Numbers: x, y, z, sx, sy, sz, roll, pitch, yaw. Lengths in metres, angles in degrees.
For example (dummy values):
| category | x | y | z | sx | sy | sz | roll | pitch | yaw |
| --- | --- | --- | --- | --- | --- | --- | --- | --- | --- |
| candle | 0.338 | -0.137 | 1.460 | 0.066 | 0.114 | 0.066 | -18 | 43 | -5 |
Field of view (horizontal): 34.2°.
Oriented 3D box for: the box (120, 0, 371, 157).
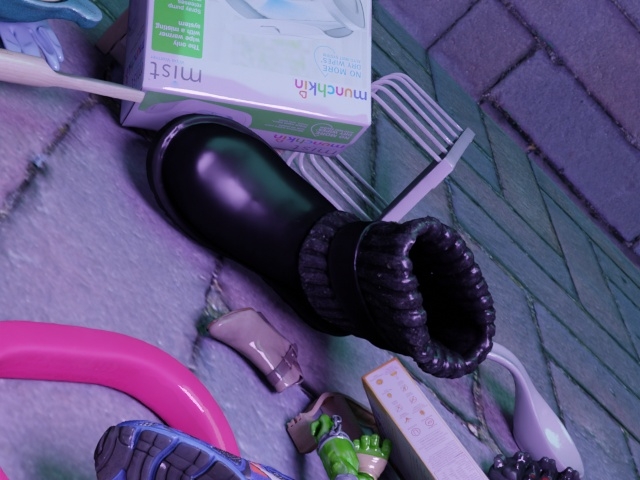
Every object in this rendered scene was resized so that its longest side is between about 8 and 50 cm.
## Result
| category | x | y | z | sx | sy | sz | roll | pitch | yaw |
| --- | --- | --- | --- | --- | --- | --- | --- | --- | --- |
| box | -0.084 | -0.233 | 1.187 | 0.262 | 0.127 | 0.231 | 8 | 72 | -20 |

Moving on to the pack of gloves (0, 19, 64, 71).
| category | x | y | z | sx | sy | sz | roll | pitch | yaw |
| --- | --- | --- | --- | --- | --- | --- | --- | --- | --- |
| pack of gloves | -0.376 | -0.238 | 1.034 | 0.195 | 0.046 | 0.232 | -8 | 55 | -52 |

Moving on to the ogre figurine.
| category | x | y | z | sx | sy | sz | roll | pitch | yaw |
| --- | --- | --- | --- | --- | --- | --- | --- | --- | --- |
| ogre figurine | 0.057 | 0.257 | 0.940 | 0.118 | 0.097 | 0.197 | -87 | 162 | -80 |

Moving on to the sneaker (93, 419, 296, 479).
| category | x | y | z | sx | sy | sz | roll | pitch | yaw |
| --- | --- | --- | --- | --- | --- | --- | --- | --- | --- |
| sneaker | -0.061 | 0.185 | 0.712 | 0.221 | 0.083 | 0.087 | 36 | 2 | -24 |

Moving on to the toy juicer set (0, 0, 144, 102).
| category | x | y | z | sx | sy | sz | roll | pitch | yaw |
| --- | --- | --- | --- | --- | --- | --- | --- | --- | --- |
| toy juicer set | -0.320 | -0.259 | 0.992 | 0.329 | 0.089 | 0.209 | 48 | 30 | 11 |

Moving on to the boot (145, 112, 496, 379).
| category | x | y | z | sx | sy | sz | roll | pitch | yaw |
| --- | --- | --- | --- | --- | --- | --- | --- | --- | --- |
| boot | 0.003 | -0.003 | 1.053 | 0.348 | 0.131 | 0.260 | 39 | -12 | -26 |

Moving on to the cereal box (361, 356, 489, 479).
| category | x | y | z | sx | sy | sz | roll | pitch | yaw |
| --- | --- | --- | --- | --- | --- | --- | --- | --- | --- |
| cereal box | 0.127 | 0.246 | 0.983 | 0.240 | 0.047 | 0.173 | 52 | -14 | 40 |

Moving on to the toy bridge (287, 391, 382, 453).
| category | x | y | z | sx | sy | sz | roll | pitch | yaw |
| --- | --- | --- | --- | --- | --- | --- | --- | --- | --- |
| toy bridge | 0.024 | 0.189 | 1.081 | 0.188 | 0.026 | 0.063 | 15 | 38 | -57 |

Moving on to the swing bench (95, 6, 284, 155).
| category | x | y | z | sx | sy | sz | roll | pitch | yaw |
| --- | --- | --- | --- | --- | --- | --- | --- | --- | --- |
| swing bench | -0.110 | -0.229 | 1.350 | 0.253 | 0.165 | 0.254 | 47 | 21 | -6 |

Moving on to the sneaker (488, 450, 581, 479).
| category | x | y | z | sx | sy | sz | roll | pitch | yaw |
| --- | --- | --- | --- | --- | --- | --- | --- | --- | --- |
| sneaker | 0.315 | 0.367 | 1.258 | 0.276 | 0.135 | 0.098 | 30 | 29 | 16 |

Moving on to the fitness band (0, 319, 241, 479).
| category | x | y | z | sx | sy | sz | roll | pitch | yaw |
| --- | --- | --- | --- | --- | --- | --- | --- | --- | --- |
| fitness band | -0.156 | 0.155 | 0.750 | 0.291 | 0.054 | 0.209 | 18 | 34 | -55 |

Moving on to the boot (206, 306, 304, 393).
| category | x | y | z | sx | sy | sz | roll | pitch | yaw |
| --- | --- | --- | --- | --- | --- | --- | --- | --- | --- |
| boot | -0.058 | 0.112 | 1.030 | 0.087 | 0.042 | 0.118 | 57 | 22 | 14 |

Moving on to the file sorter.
| category | x | y | z | sx | sy | sz | roll | pitch | yaw |
| --- | --- | --- | --- | --- | --- | --- | --- | --- | --- |
| file sorter | 0.090 | -0.128 | 1.543 | 0.173 | 0.193 | 0.278 | 45 | 21 | 0 |

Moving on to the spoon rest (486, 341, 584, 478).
| category | x | y | z | sx | sy | sz | roll | pitch | yaw |
| --- | --- | --- | --- | --- | --- | --- | --- | --- | --- |
| spoon rest | 0.278 | 0.229 | 1.441 | 0.276 | 0.084 | 0.137 | 42 | 22 | -17 |
